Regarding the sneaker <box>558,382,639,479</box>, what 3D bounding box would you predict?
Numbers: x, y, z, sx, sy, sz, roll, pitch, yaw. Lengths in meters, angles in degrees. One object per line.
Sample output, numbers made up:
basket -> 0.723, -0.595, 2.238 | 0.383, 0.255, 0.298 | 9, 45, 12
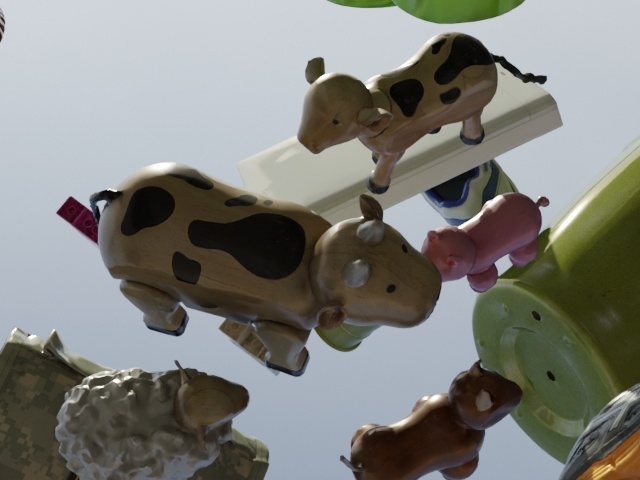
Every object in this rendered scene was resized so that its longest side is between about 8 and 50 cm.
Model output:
sneaker -> 0.198, 0.093, 0.519 | 0.084, 0.215, 0.083 | 42, -151, -5

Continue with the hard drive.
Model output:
hard drive -> 0.070, -0.098, 1.033 | 0.307, 0.040, 0.203 | -25, -153, -1

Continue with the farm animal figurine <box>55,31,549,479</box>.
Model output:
farm animal figurine -> 0.000, 0.000, 0.655 | 0.326, 0.172, 0.330 | 1, -115, 3

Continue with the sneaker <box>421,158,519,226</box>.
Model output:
sneaker -> 0.146, -0.122, 1.219 | 0.131, 0.112, 0.296 | 33, -160, -48

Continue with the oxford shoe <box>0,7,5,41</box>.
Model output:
oxford shoe -> -0.235, -0.132, 0.487 | 0.130, 0.123, 0.348 | 49, -163, -34

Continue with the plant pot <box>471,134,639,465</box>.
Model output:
plant pot -> 0.372, 0.071, 1.107 | 0.353, 0.366, 0.366 | -28, -115, -22

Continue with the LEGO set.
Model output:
LEGO set -> -0.093, 0.020, 0.820 | 0.227, 0.093, 0.087 | 34, -101, 17

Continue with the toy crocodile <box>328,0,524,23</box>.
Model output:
toy crocodile -> 0.038, -0.228, 0.623 | 0.105, 0.115, 0.341 | -6, -149, -8

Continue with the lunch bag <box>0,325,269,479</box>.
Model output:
lunch bag -> -0.205, 0.232, 0.799 | 0.235, 0.287, 0.169 | 28, -164, -15

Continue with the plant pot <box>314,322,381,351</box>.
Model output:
plant pot -> 0.040, 0.040, 0.813 | 0.083, 0.079, 0.083 | 32, -135, -39
